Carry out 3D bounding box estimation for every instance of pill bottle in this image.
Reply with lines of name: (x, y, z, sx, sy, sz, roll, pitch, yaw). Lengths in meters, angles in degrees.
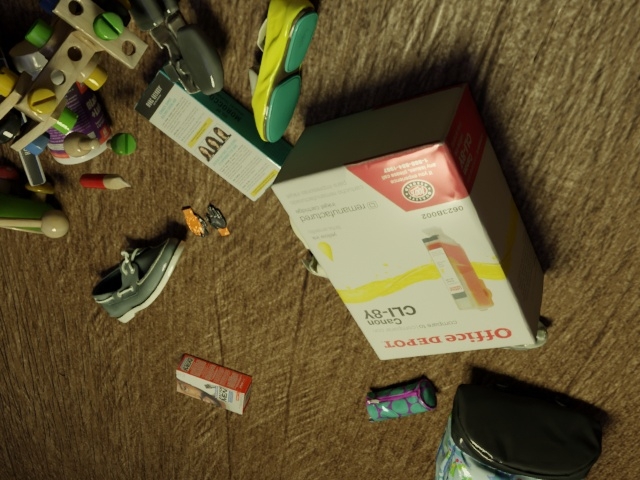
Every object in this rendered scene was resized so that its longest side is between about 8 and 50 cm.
pill bottle: (-0.425, -0.231, 1.184, 0.108, 0.108, 0.194, 2, 132, 22)

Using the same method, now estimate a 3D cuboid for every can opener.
can opener: (-0.223, -0.336, 1.025, 0.093, 0.074, 0.280, -12, 123, 34)

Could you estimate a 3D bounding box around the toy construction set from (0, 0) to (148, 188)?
toy construction set: (-0.341, -0.211, 1.017, 0.237, 0.257, 0.309, 8, 131, 48)

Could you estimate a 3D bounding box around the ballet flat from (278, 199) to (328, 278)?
ballet flat: (0.000, 0.000, 1.226, 0.095, 0.096, 0.280, -12, 126, 31)

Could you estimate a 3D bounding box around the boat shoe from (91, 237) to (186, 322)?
boat shoe: (-0.367, 0.070, 1.439, 0.099, 0.116, 0.319, 35, 140, -16)

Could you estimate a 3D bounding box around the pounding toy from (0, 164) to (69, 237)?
pounding toy: (-0.571, -0.080, 1.380, 0.182, 0.110, 0.237, 11, -178, -28)

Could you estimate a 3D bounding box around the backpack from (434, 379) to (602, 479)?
backpack: (0.351, 0.471, 1.435, 0.290, 0.273, 0.356, 15, 148, 0)

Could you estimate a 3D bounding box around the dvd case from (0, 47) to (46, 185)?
dvd case: (-0.515, -0.233, 1.197, 0.179, 0.029, 0.239, 53, 153, 40)

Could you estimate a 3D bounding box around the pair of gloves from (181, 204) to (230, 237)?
pair of gloves: (-0.213, -0.034, 1.348, 0.083, 0.010, 0.074, -5, 129, 26)

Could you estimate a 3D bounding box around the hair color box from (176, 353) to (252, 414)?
hair color box: (-0.247, 0.333, 1.677, 0.167, 0.053, 0.093, 18, 136, 8)

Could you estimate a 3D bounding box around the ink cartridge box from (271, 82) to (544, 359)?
ink cartridge box: (0.149, -0.007, 1.108, 0.279, 0.160, 0.385, -11, 126, 31)

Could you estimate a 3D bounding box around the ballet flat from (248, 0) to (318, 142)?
ballet flat: (-0.064, -0.251, 1.046, 0.077, 0.077, 0.231, 37, 136, 18)

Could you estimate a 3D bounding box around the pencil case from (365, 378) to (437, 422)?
pencil case: (0.163, 0.329, 1.487, 0.151, 0.065, 0.070, -24, 143, 37)

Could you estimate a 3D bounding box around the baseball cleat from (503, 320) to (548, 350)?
baseball cleat: (0.290, 0.157, 1.280, 0.205, 0.072, 0.109, 10, 161, 6)

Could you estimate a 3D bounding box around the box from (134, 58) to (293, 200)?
box: (-0.166, -0.177, 1.157, 0.244, 0.060, 0.100, 38, 134, -14)
